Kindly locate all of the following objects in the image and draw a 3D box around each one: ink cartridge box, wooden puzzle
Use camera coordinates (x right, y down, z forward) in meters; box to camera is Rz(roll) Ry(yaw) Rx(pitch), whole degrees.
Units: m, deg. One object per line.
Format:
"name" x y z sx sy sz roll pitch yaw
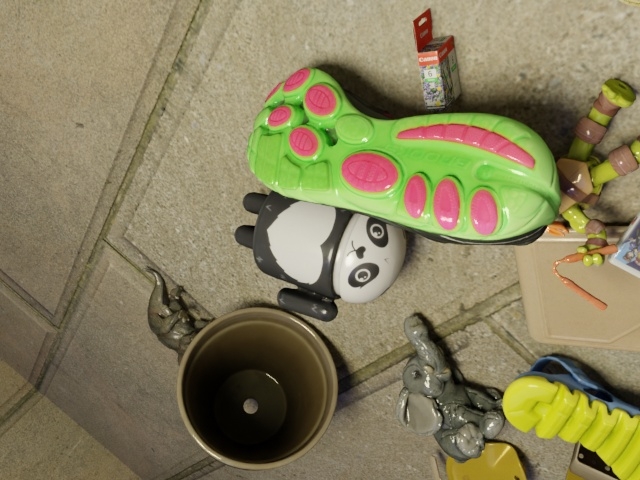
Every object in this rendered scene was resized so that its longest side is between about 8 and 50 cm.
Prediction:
"ink cartridge box" 0.148 -0.228 0.690 0.029 0.063 0.115 4 127 32
"wooden puzzle" 0.406 0.069 0.783 0.238 0.044 0.221 3 127 37

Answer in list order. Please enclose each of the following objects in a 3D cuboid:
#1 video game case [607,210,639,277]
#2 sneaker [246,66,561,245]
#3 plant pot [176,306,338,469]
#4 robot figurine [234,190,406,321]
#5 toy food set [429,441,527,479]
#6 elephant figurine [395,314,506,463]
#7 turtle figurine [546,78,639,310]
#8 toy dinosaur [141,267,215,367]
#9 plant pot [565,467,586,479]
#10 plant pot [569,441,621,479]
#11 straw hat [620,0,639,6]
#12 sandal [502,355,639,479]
"video game case" 0.479 -0.004 0.633 0.201 0.023 0.184 30 110 9
"sneaker" 0.079 -0.093 0.733 0.482 0.185 0.202 30 180 38
"plant pot" -0.143 0.344 1.210 0.323 0.323 0.280 33 153 7
"robot figurine" 0.000 -0.002 0.892 0.278 0.174 0.209 18 135 21
"toy food set" 0.340 0.481 1.147 0.217 0.071 0.128 -30 78 41
"elephant figurine" 0.217 0.282 1.021 0.239 0.186 0.169 37 -179 17
"turtle figurine" 0.324 -0.069 0.674 0.270 0.087 0.217 61 137 25
"toy dinosaur" -0.359 0.212 1.346 0.160 0.121 0.313 -35 106 32
"plant pot" 0.521 0.537 0.980 0.212 0.212 0.187 -2 111 35
"plant pot" 0.482 0.364 0.928 0.108 0.109 0.096 22 146 17
"straw hat" 0.335 -0.286 0.521 0.144 0.061 0.145 18 133 21
"sandal" 0.447 0.275 0.858 0.317 0.138 0.126 29 119 8
